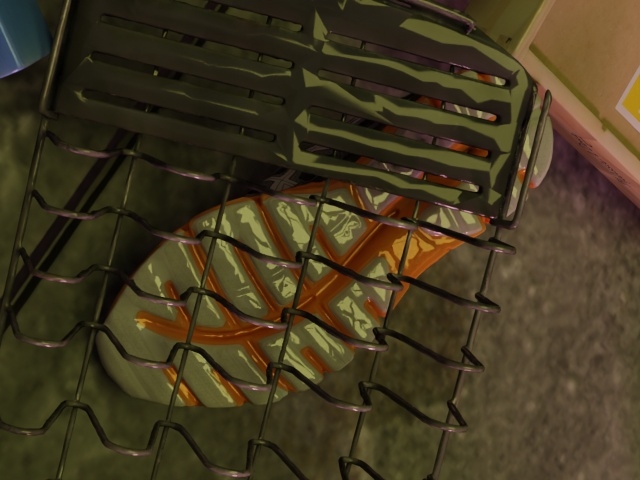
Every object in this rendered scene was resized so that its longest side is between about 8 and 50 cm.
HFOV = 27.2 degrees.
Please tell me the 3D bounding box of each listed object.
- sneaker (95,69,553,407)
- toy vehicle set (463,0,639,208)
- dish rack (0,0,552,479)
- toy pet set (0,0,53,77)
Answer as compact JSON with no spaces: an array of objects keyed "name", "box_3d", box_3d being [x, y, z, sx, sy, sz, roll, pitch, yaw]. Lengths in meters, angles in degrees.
[{"name":"sneaker","box_3d":[0.000,0.000,0.571,0.215,0.083,0.084,-31,104,-15]},{"name":"toy vehicle set","box_3d":[0.182,-0.110,0.658,0.267,0.035,0.166,31,90,-50]},{"name":"dish rack","box_3d":[-0.025,0.033,0.485,0.208,0.074,0.272,13,95,-11]},{"name":"toy pet set","box_3d":[-0.150,-0.105,0.464,0.122,0.065,0.114,-32,107,-33]}]
